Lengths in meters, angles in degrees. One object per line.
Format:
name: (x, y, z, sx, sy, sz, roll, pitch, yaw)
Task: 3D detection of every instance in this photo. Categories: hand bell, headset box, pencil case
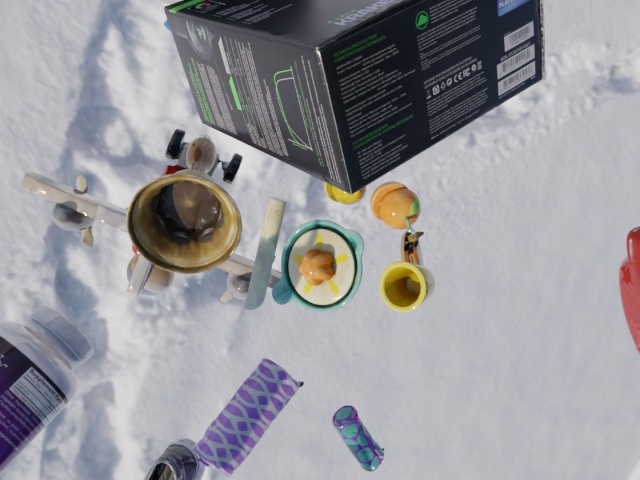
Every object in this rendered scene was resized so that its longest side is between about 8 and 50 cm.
hand bell: (-0.157, -0.077, 0.862, 0.126, 0.242, 0.126, -2, 121, -3)
headset box: (0.023, -0.191, 0.672, 0.246, 0.283, 0.131, -31, 127, -23)
pencil case: (-0.123, 0.290, 1.158, 0.086, 0.088, 0.206, 46, 70, -16)
pencil case: (0.086, 0.440, 1.547, 0.152, 0.070, 0.064, 58, 43, -21)

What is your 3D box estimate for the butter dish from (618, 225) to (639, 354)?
butter dish: (0.355, 0.058, 0.681, 0.160, 0.118, 0.160, -11, 84, -14)

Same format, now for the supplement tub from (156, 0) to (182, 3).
supplement tub: (-0.215, -0.435, 0.860, 0.235, 0.325, 0.235, -30, 139, -30)

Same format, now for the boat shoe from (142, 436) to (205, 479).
boat shoe: (-0.280, 0.484, 1.175, 0.301, 0.108, 0.102, -68, 166, 13)

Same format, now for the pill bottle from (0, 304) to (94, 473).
pill bottle: (-0.533, 0.262, 1.137, 0.323, 0.181, 0.182, -50, 135, -29)

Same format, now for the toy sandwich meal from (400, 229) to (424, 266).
toy sandwich meal: (0.146, 0.020, 1.065, 0.085, 0.029, 0.086, -4, 90, -66)

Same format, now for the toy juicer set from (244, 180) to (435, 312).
toy juicer set: (0.000, 0.000, 1.012, 0.089, 0.329, 0.209, -4, 90, -60)

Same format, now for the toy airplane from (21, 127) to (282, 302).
toy airplane: (-0.270, -0.003, 1.209, 0.384, 0.386, 0.272, -4, 130, -47)

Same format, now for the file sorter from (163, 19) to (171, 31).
file sorter: (-0.156, -0.356, 1.181, 0.104, 0.118, 0.170, -48, 174, 16)
